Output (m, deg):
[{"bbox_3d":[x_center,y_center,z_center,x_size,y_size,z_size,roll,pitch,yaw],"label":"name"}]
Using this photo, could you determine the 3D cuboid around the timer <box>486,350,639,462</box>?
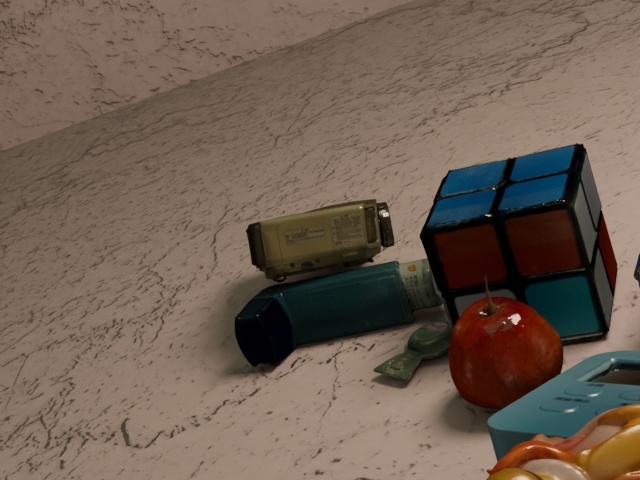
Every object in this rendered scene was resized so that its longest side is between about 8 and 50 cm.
[{"bbox_3d":[0.308,0.160,1.270,0.231,0.091,0.250,-2,24,40],"label":"timer"}]

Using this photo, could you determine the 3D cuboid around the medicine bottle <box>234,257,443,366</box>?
[{"bbox_3d":[0.025,0.084,1.715,0.258,0.079,0.124,-13,17,15],"label":"medicine bottle"}]

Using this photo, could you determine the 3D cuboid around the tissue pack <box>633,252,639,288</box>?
[{"bbox_3d":[0.466,-0.033,1.467,0.209,0.137,0.270,-36,7,40],"label":"tissue pack"}]

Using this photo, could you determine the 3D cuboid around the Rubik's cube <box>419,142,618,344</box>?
[{"bbox_3d":[0.234,0.012,1.568,0.183,0.180,0.167,-13,23,23],"label":"Rubik's cube"}]

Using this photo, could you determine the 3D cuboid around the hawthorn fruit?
[{"bbox_3d":[0.189,0.119,1.434,0.125,0.140,0.125,-21,50,27],"label":"hawthorn fruit"}]

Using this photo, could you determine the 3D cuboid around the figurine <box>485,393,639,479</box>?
[{"bbox_3d":[0.206,0.235,1.023,0.323,0.196,0.320,-25,-21,14],"label":"figurine"}]

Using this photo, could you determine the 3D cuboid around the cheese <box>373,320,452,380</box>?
[{"bbox_3d":[0.121,0.126,1.598,0.120,0.026,0.067,-33,24,-31],"label":"cheese"}]

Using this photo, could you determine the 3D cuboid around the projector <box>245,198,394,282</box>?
[{"bbox_3d":[0.000,0.000,1.827,0.193,0.088,0.269,-10,0,-4],"label":"projector"}]
